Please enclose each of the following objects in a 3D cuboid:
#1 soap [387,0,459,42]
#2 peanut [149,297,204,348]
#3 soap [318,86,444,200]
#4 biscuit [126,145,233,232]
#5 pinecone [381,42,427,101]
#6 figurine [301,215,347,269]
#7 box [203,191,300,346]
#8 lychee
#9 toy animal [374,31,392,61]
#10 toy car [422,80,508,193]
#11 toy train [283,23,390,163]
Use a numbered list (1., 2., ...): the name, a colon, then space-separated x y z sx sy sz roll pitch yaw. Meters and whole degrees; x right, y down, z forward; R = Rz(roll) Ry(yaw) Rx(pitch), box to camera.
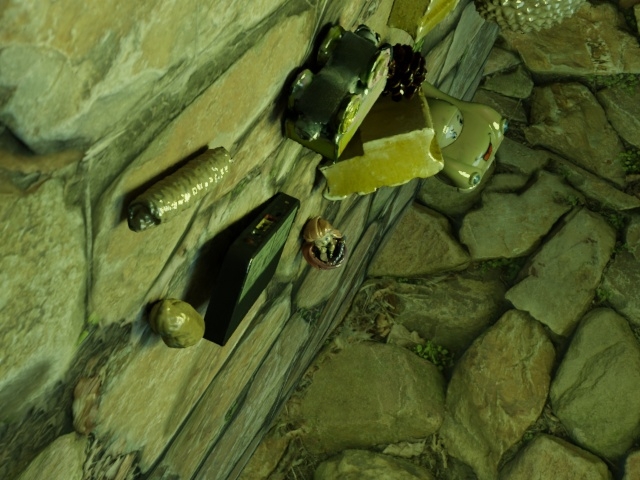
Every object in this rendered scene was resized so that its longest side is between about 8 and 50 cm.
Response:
1. soap: 0.275 -0.615 1.768 0.315 0.091 0.199 -48 161 -47
2. peanut: -0.248 0.145 1.282 0.080 0.080 0.174 -59 165 -12
3. soap: 0.134 -0.273 1.881 0.339 0.304 0.169 -92 165 -51
4. biscuit: -0.193 -0.075 1.059 0.061 0.055 0.219 -57 173 35
5. pinecone: 0.180 -0.401 1.765 0.120 0.140 0.140 19 101 -40
6. figurine: 0.000 -0.003 1.973 0.114 0.126 0.157 -102 167 -56
7. box: -0.134 0.046 1.487 0.350 0.058 0.211 -55 166 -65
8. lychee: 0.611 -0.794 2.150 0.432 0.380 0.380 -32 155 -27
9. toy animal: 0.111 -0.397 1.618 0.220 0.062 0.108 -21 139 -63
10. toy car: 0.340 -0.319 2.107 0.242 0.335 0.226 -59 166 -12
11. toy train: 0.033 -0.274 1.384 0.261 0.134 0.177 -57 168 -20
